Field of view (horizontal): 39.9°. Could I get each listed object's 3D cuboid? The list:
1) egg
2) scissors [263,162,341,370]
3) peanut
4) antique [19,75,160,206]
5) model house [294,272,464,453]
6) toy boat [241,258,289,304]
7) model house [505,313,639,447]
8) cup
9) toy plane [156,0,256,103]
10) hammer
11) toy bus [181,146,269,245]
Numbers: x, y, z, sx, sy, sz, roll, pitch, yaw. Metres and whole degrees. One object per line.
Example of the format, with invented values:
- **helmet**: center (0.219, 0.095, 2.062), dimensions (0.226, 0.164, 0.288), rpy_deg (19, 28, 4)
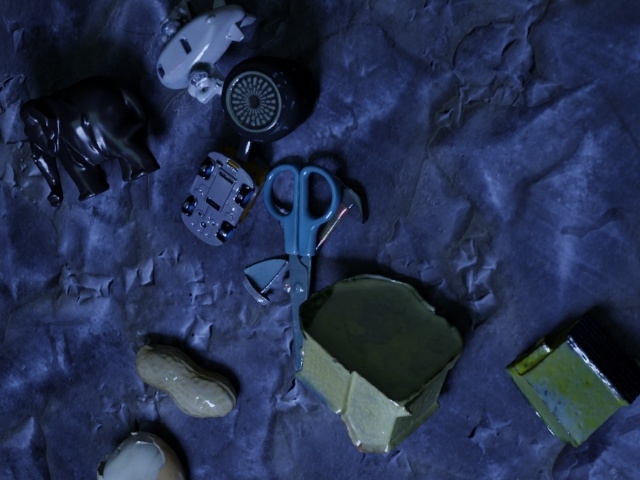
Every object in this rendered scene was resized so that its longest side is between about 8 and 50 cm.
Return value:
- **egg**: center (-0.422, 0.589, 2.128), dimensions (0.201, 0.201, 0.244), rpy_deg (-22, 107, 25)
- **scissors**: center (-0.044, 0.060, 1.887), dimensions (0.192, 0.029, 0.447), rpy_deg (6, 99, 33)
- **peanut**: center (-0.320, 0.332, 2.072), dimensions (0.274, 0.111, 0.125), rpy_deg (30, 128, 15)
- **antique**: center (-0.513, -0.231, 1.963), dimensions (0.322, 0.185, 0.255), rpy_deg (-20, 103, 24)
- **model house**: center (0.115, 0.264, 1.839), dimensions (0.321, 0.261, 0.266), rpy_deg (37, 141, 27)
- **toy boat**: center (-0.116, 0.073, 1.962), dimensions (0.096, 0.034, 0.122), rpy_deg (47, 110, 18)
- **model house**: center (0.503, 0.261, 1.729), dimensions (0.211, 0.170, 0.194), rpy_deg (-39, 80, -3)
- **cup**: center (-0.109, -0.268, 1.790), dimensions (0.169, 0.176, 0.223), rpy_deg (29, 116, 10)
- **toy plane**: center (-0.245, -0.405, 1.847), dimensions (0.244, 0.117, 0.245), rpy_deg (1, 91, 33)
- **hammer**: center (0.000, 0.000, 1.896), dimensions (0.111, 0.033, 0.288), rpy_deg (40, 115, 9)
- **toy bus**: center (-0.198, -0.101, 1.886), dimensions (0.126, 0.136, 0.209), rpy_deg (36, 122, 8)
